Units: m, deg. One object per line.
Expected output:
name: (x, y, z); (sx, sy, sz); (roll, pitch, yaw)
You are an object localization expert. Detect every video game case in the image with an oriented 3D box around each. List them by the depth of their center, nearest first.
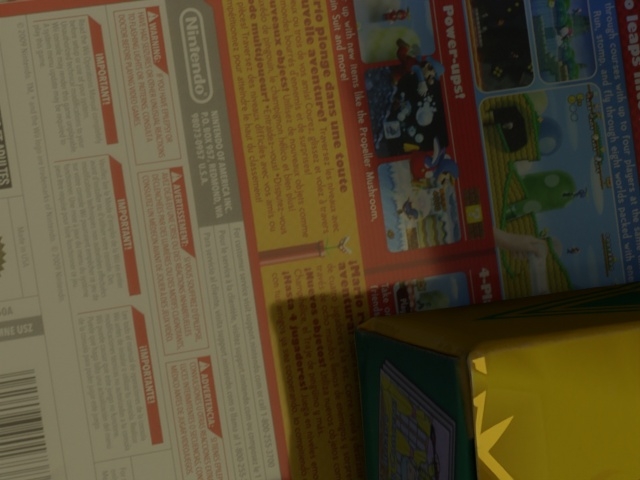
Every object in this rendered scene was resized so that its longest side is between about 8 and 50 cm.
video game case: (0.000, 0.000, 0.667); (0.285, 0.025, 0.204); (-9, 94, -15)

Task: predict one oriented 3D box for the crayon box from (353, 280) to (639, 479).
crayon box: (0.184, 0.189, 0.661); (0.313, 0.106, 0.362); (-7, 96, -22)
